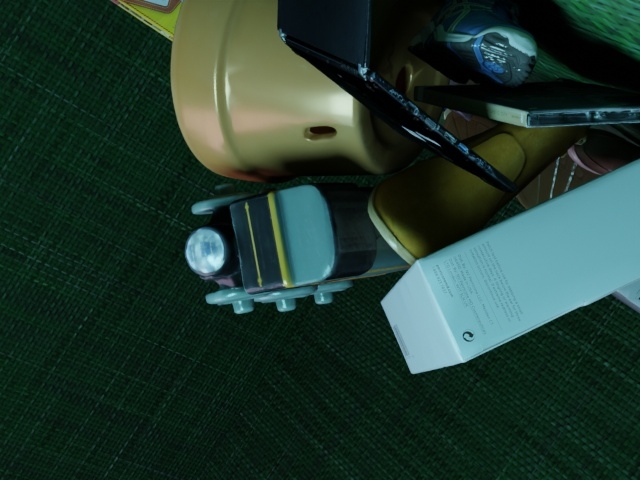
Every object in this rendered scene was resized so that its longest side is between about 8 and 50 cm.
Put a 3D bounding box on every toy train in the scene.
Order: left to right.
[{"bbox_3d":[0.000,0.000,1.276,0.190,0.142,0.334,-10,176,30],"label":"toy train"}]

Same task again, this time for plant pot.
[{"bbox_3d":[0.009,-0.187,1.259,0.204,0.290,0.291,17,175,30],"label":"plant pot"}]

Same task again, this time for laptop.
[{"bbox_3d":[0.062,-0.188,0.988,0.264,0.136,0.234,35,-176,-25],"label":"laptop"}]

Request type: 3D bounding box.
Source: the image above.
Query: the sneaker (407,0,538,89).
[{"bbox_3d":[0.135,-0.182,1.001,0.080,0.081,0.211,32,-176,-18],"label":"sneaker"}]

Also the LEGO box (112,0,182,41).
[{"bbox_3d":[-0.197,-0.414,1.949,0.500,0.193,0.372,31,-175,-36],"label":"LEGO box"}]

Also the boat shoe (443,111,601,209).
[{"bbox_3d":[0.325,-0.111,1.673,0.123,0.123,0.342,-8,-156,-35],"label":"boat shoe"}]

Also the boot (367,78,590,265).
[{"bbox_3d":[0.175,-0.082,1.210,0.104,0.211,0.295,53,-157,2],"label":"boot"}]

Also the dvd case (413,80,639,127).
[{"bbox_3d":[0.199,-0.122,1.013,0.165,0.018,0.221,-4,-167,-18],"label":"dvd case"}]

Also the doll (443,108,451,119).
[{"bbox_3d":[0.231,-0.221,1.958,0.129,0.046,0.189,24,-169,-3],"label":"doll"}]

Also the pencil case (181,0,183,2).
[{"bbox_3d":[-0.124,-0.303,1.283,0.104,0.104,0.236,37,160,41],"label":"pencil case"}]

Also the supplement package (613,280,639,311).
[{"bbox_3d":[0.473,0.026,1.646,0.203,0.149,0.194,31,-176,-26],"label":"supplement package"}]

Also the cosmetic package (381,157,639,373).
[{"bbox_3d":[0.214,0.022,1.089,0.377,0.285,0.097,103,144,-82],"label":"cosmetic package"}]

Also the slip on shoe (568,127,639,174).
[{"bbox_3d":[0.343,-0.089,1.310,0.135,0.051,0.041,26,170,-14],"label":"slip on shoe"}]

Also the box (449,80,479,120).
[{"bbox_3d":[0.117,-0.261,1.606,0.183,0.056,0.231,35,-176,27],"label":"box"}]
